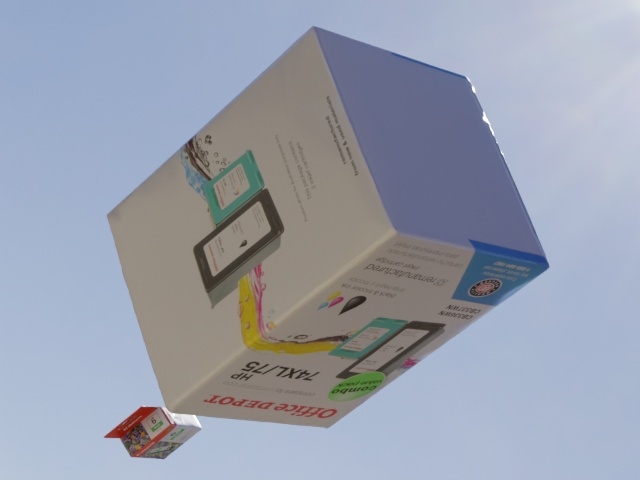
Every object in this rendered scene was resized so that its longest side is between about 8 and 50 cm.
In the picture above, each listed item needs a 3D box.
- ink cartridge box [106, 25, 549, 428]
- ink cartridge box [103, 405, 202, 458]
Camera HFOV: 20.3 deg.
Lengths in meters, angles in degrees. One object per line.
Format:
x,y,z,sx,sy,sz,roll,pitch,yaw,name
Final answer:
0.000,0.000,1.455,0.198,0.197,0.270,11,-41,-46,ink cartridge box
-0.188,0.216,2.011,0.029,0.063,0.115,56,15,20,ink cartridge box
